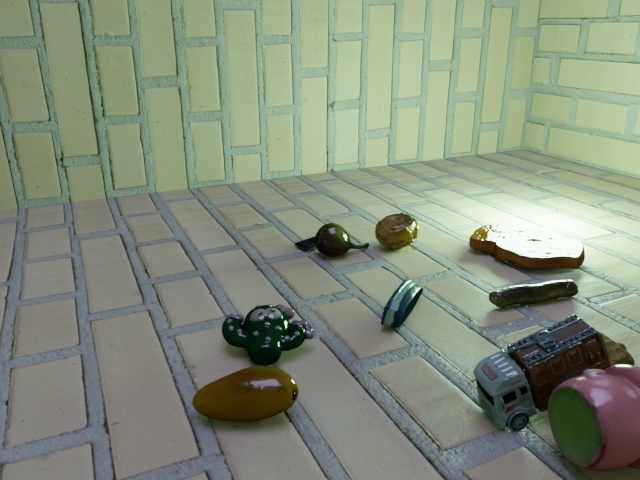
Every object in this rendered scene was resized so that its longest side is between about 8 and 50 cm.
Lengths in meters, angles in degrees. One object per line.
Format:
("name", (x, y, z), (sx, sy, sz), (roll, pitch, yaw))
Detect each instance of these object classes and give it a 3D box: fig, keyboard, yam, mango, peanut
("fig", (0.097, 0.012, 2.321), (0.245, 0.149, 0.149), (13, 15, -22))
("keyboard", (0.000, 0.000, 2.437), (0.093, 0.025, 0.230), (17, 27, 42))
("yam", (0.710, 0.175, 1.905), (0.317, 0.067, 0.071), (-7, -6, -15))
("mango", (-0.178, 0.365, 1.362), (0.253, 0.113, 0.138), (-8, 25, 0))
("peanut", (0.713, 0.304, 1.506), (0.232, 0.110, 0.196), (-16, 26, -32))

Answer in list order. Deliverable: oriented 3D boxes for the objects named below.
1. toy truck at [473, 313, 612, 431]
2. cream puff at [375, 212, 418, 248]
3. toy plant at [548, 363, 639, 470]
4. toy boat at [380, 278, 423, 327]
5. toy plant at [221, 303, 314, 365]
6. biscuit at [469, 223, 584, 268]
("toy truck", (0.513, 0.303, 1.340), (0.305, 0.162, 0.136), (-25, 24, -3))
("cream puff", (0.318, -0.032, 2.373), (0.188, 0.130, 0.189), (-7, 27, 3))
("toy plant", (0.678, 0.361, 1.179), (0.355, 0.211, 0.317), (4, -17, -14))
("toy boat", (0.270, 0.192, 1.836), (0.061, 0.096, 0.299), (19, 24, 19))
("toy plant", (-0.156, 0.257, 1.643), (0.232, 0.113, 0.243), (-15, 31, -29))
("biscuit", (0.832, 0.023, 2.293), (0.349, 0.079, 0.455), (-18, 26, -31))
